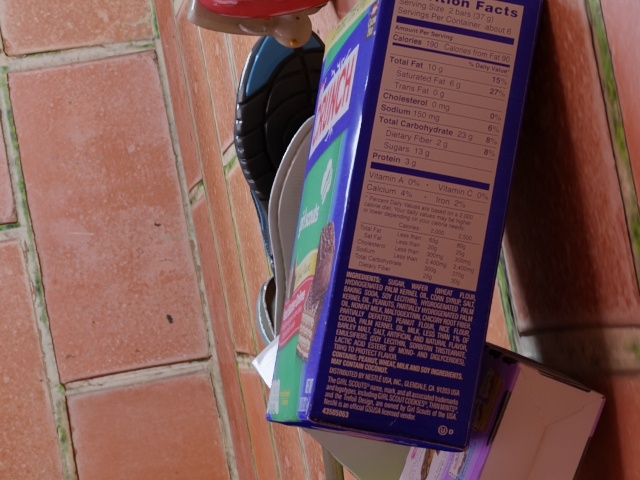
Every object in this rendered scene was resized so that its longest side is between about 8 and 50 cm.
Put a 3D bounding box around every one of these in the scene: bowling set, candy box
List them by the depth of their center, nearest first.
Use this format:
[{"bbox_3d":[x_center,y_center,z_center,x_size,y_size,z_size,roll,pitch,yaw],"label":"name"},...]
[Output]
[{"bbox_3d":[0.120,0.162,1.339,0.196,0.070,0.165,-153,84,-80],"label":"candy box"},{"bbox_3d":[0.052,-0.014,1.352,0.268,0.122,0.317,146,135,-80],"label":"candy box"},{"bbox_3d":[-0.050,-0.326,1.916,0.287,0.154,0.200,-104,30,-60],"label":"bowling set"}]

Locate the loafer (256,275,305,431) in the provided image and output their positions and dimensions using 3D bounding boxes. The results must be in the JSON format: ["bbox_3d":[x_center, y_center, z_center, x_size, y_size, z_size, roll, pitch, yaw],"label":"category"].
[{"bbox_3d":[-0.010,0.123,2.267,0.251,0.094,0.087,-115,29,-41],"label":"loafer"}]

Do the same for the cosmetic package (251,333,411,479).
[{"bbox_3d":[0.045,0.180,1.646,0.239,0.060,0.099,45,-177,-30],"label":"cosmetic package"}]

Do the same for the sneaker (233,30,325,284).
[{"bbox_3d":[-0.038,-0.090,2.057,0.139,0.125,0.340,-115,19,-59],"label":"sneaker"}]

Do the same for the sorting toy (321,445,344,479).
[{"bbox_3d":[0.028,0.143,1.869,0.307,0.041,0.229,84,-163,-67],"label":"sorting toy"}]

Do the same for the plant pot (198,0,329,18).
[{"bbox_3d":[-0.052,-0.311,1.734,0.191,0.191,0.174,-119,16,-63],"label":"plant pot"}]

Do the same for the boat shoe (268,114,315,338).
[{"bbox_3d":[0.000,0.000,1.955,0.091,0.114,0.302,-75,-5,-69],"label":"boat shoe"}]
